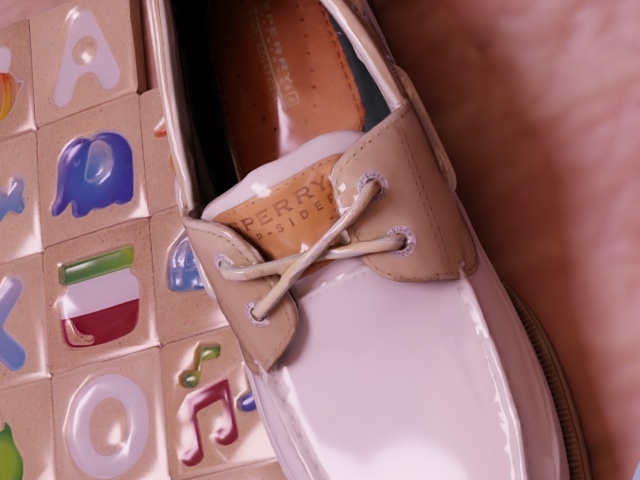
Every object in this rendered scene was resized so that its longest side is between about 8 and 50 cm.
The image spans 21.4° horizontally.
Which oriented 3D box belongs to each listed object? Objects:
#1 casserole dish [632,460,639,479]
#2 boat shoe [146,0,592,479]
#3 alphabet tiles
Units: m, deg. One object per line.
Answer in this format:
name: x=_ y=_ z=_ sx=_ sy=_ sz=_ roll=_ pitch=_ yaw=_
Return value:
casserole dish: x=0.169 y=0.121 z=0.493 sx=0.188 sy=0.037 sz=0.114 roll=45 pitch=136 yaw=31
boat shoe: x=0.000 y=0.000 z=0.607 sx=0.113 sy=0.103 sz=0.302 roll=-30 pitch=65 yaw=12
alphabet tiles: x=-0.137 y=0.065 z=0.733 sx=0.285 sy=0.011 sz=0.343 roll=-17 pitch=68 yaw=27
